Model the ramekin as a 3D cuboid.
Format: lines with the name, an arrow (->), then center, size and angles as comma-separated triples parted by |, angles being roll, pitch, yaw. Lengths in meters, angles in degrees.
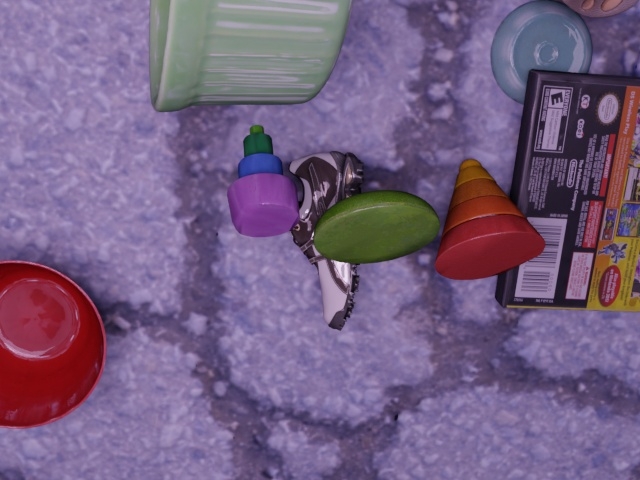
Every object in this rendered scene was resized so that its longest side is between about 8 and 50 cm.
ramekin -> -0.069, -0.263, 0.747 | 0.148, 0.303, 0.303 | 2, 102, -15

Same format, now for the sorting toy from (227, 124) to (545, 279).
sorting toy -> 0.071, -0.052, 0.864 | 0.366, 0.127, 0.126 | 9, 60, -30

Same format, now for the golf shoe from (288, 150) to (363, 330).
golf shoe -> 0.000, 0.000, 0.926 | 0.094, 0.077, 0.198 | 1, 92, -3

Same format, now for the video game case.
video game case -> 0.342, -0.049, 0.960 | 0.248, 0.035, 0.274 | 3, 107, -7

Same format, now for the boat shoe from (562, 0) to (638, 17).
boat shoe -> 0.236, -0.382, 0.857 | 0.116, 0.123, 0.324 | -38, 96, -32

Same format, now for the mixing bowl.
mixing bowl -> -0.315, 0.099, 0.893 | 0.181, 0.098, 0.181 | -1, 102, -6

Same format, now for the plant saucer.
plant saucer -> 0.251, -0.208, 0.932 | 0.119, 0.021, 0.119 | -1, 102, -6
